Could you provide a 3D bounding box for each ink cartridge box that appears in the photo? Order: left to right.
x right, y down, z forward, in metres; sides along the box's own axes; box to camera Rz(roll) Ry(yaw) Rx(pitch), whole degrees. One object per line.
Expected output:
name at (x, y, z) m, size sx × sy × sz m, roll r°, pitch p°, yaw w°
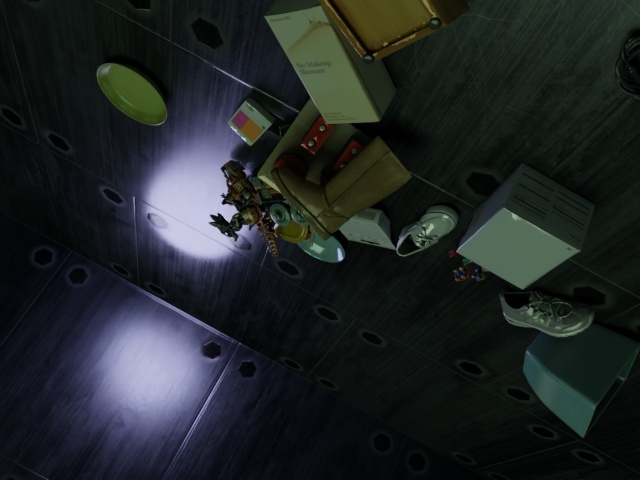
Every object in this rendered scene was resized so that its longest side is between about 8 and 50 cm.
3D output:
ink cartridge box at (0.133, -0.046, 2.088) m, size 0.180 × 0.056 × 0.224 m, roll 13°, pitch 167°, yaw 27°

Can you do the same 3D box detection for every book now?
book at (-0.197, -0.334, 1.912) m, size 0.096 × 0.035 × 0.144 m, roll 40°, pitch 150°, yaw -13°

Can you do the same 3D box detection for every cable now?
cable at (0.611, -0.303, 1.228) m, size 0.184 × 0.047 × 0.150 m, roll 32°, pitch 157°, yaw -11°

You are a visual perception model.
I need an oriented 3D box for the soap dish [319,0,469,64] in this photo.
soap dish at (0.104, -0.481, 1.269) m, size 0.228 × 0.118 × 0.291 m, roll -17°, pitch 130°, yaw 38°

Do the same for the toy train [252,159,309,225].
toy train at (-0.046, -0.149, 1.958) m, size 0.333 × 0.142 × 0.190 m, roll -1°, pitch 120°, yaw 40°

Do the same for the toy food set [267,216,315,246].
toy food set at (-0.074, -0.062, 2.187) m, size 0.217 × 0.071 × 0.128 m, roll 20°, pitch 115°, yaw 35°

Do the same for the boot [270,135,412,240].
boot at (0.048, -0.162, 1.667) m, size 0.236 × 0.269 × 0.089 m, roll 47°, pitch -168°, yaw -17°

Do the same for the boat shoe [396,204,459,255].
boat shoe at (0.298, -0.016, 1.926) m, size 0.095 × 0.084 × 0.258 m, roll 32°, pitch 152°, yaw -6°

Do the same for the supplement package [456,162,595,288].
supplement package at (0.494, -0.027, 1.670) m, size 0.204 × 0.145 × 0.262 m, roll 29°, pitch 151°, yaw -1°

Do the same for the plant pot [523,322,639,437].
plant pot at (0.747, 0.376, 2.016) m, size 0.252 × 0.248 × 0.247 m, roll 34°, pitch 157°, yaw 31°

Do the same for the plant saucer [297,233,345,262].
plant saucer at (0.000, 0.000, 2.274) m, size 0.194 × 0.038 × 0.195 m, roll 21°, pitch 151°, yaw 13°

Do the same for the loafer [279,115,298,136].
loafer at (-0.018, -0.262, 1.816) m, size 0.219 × 0.078 × 0.080 m, roll 22°, pitch 151°, yaw 12°

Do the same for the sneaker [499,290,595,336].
sneaker at (0.638, 0.201, 1.954) m, size 0.281 × 0.105 × 0.115 m, roll -1°, pitch 140°, yaw 44°

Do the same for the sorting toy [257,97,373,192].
sorting toy at (0.008, -0.186, 1.746) m, size 0.257 × 0.089 × 0.255 m, roll 34°, pitch 108°, yaw -10°

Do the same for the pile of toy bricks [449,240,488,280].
pile of toy bricks at (0.455, 0.049, 1.889) m, size 0.105 × 0.118 × 0.212 m, roll -4°, pitch 167°, yaw -22°

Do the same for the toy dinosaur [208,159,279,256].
toy dinosaur at (-0.235, -0.092, 2.175) m, size 0.218 × 0.164 × 0.322 m, roll -22°, pitch 80°, yaw 49°

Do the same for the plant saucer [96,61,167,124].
plant saucer at (-0.557, -0.447, 2.047) m, size 0.240 × 0.037 × 0.241 m, roll 21°, pitch 151°, yaw 13°

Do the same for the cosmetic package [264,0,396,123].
cosmetic package at (0.029, -0.409, 1.501) m, size 0.160 × 0.113 × 0.309 m, roll 4°, pitch 144°, yaw 38°
